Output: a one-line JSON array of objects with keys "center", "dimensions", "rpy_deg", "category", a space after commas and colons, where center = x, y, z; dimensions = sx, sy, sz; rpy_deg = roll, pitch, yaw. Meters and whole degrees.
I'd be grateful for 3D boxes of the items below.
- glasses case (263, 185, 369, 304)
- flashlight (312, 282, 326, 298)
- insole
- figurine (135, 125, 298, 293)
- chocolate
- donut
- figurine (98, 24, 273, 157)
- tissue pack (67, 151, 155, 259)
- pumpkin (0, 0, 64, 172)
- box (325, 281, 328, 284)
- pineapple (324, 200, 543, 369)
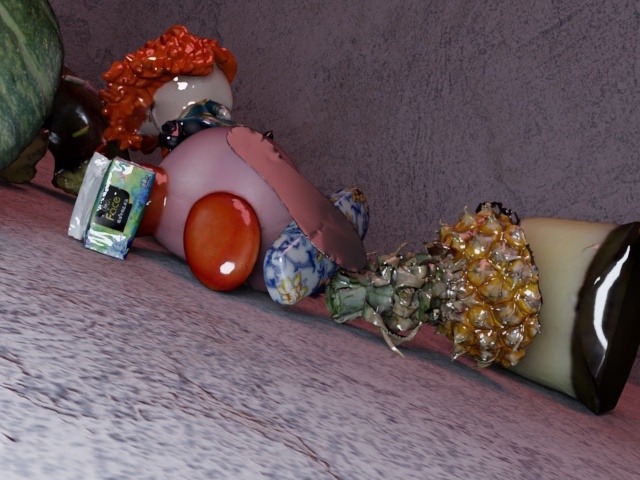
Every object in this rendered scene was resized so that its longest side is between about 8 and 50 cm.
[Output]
[{"center": [0.000, 0.000, 1.118], "dimensions": [0.065, 0.087, 0.248], "rpy_deg": [3, 24, 29], "category": "glasses case"}, {"center": [-0.012, 0.079, 1.473], "dimensions": [0.035, 0.057, 0.121], "rpy_deg": [-16, -9, 5], "category": "flashlight"}, {"center": [-0.028, -0.057, 1.075], "dimensions": [0.253, 0.005, 0.086], "rpy_deg": [48, 41, 10], "category": "insole"}, {"center": [-0.133, -0.055, 1.152], "dimensions": [0.269, 0.211, 0.261], "rpy_deg": [22, 2, 27], "category": "figurine"}, {"center": [0.404, 0.108, 1.437], "dimensions": [0.297, 0.314, 0.326], "rpy_deg": [12, 1, 26], "category": "chocolate"}, {"center": [-0.464, -0.203, 1.410], "dimensions": [0.345, 0.136, 0.259], "rpy_deg": [28, 39, -57], "category": "donut"}, {"center": [-0.204, -0.197, 1.428], "dimensions": [0.412, 0.241, 0.306], "rpy_deg": [45, 34, 21], "category": "figurine"}, {"center": [-0.253, -0.044, 1.003], "dimensions": [0.079, 0.111, 0.085], "rpy_deg": [19, 2, -15], "category": "tissue pack"}, {"center": [-0.413, -0.181, 0.763], "dimensions": [0.327, 0.291, 0.257], "rpy_deg": [13, -40, 29], "category": "pumpkin"}, {"center": [-0.127, -0.005, 1.546], "dimensions": [0.264, 0.106, 0.336], "rpy_deg": [22, 1, 27], "category": "box"}, {"center": [0.138, 0.074, 1.200], "dimensions": [0.271, 0.263, 0.262], "rpy_deg": [-3, 9, -17], "category": "pineapple"}]
